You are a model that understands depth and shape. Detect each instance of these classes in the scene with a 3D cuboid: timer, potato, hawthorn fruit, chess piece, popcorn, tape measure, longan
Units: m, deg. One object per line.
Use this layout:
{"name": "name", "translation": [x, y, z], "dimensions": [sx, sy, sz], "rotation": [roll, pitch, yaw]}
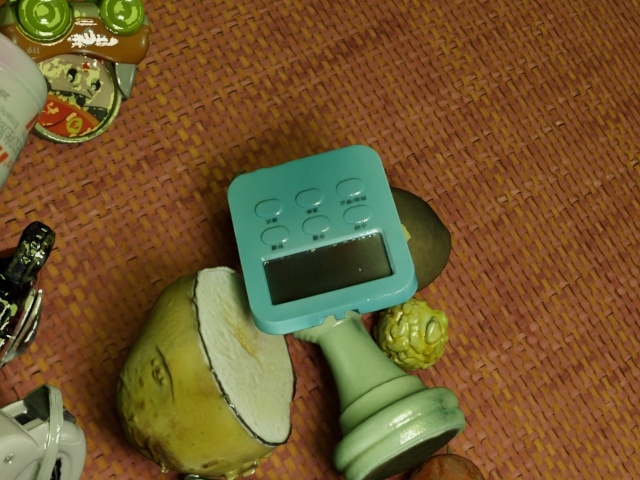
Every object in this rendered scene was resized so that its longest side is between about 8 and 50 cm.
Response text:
{"name": "timer", "translation": [0.000, 0.000, 1.802], "dimensions": [0.232, 0.091, 0.250], "rotation": [-15, 47, -2]}
{"name": "potato", "translation": [-0.168, 0.183, 1.761], "dimensions": [0.246, 0.196, 0.299], "rotation": [54, 21, -27]}
{"name": "hawthorn fruit", "translation": [0.188, 0.365, 1.873], "dimensions": [0.149, 0.149, 0.189], "rotation": [28, 69, -13]}
{"name": "chess piece", "translation": [0.054, 0.177, 1.838], "dimensions": [0.195, 0.194, 0.299], "rotation": [-19, 69, -27]}
{"name": "popcorn", "translation": [0.136, 0.136, 1.944], "dimensions": [0.121, 0.116, 0.106], "rotation": [41, 19, -45]}
{"name": "tape measure", "translation": [-0.382, 0.286, 1.626], "dimensions": [0.120, 0.236, 0.197], "rotation": [32, 39, 26]}
{"name": "longan", "translation": [0.107, 0.002, 1.955], "dimensions": [0.187, 0.167, 0.167], "rotation": [13, 67, -41]}

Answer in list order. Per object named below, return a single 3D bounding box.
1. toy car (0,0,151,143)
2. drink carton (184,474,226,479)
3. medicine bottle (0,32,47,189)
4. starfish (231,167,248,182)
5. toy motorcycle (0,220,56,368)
{"name": "toy car", "translation": [-0.353, -0.246, 1.863], "dimensions": [0.235, 0.145, 0.235], "rotation": [-2, 94, -26]}
{"name": "drink carton", "translation": [-0.045, 0.386, 1.752], "dimensions": [0.271, 0.161, 0.108], "rotation": [9, 89, -21]}
{"name": "medicine bottle", "translation": [-0.523, -0.122, 1.664], "dimensions": [0.256, 0.256, 0.324], "rotation": [28, 72, -13]}
{"name": "starfish", "translation": [-0.103, -0.068, 1.956], "dimensions": [0.078, 0.028, 0.091], "rotation": [41, 59, -13]}
{"name": "toy motorcycle", "translation": [-0.457, 0.157, 1.656], "dimensions": [0.134, 0.207, 0.401], "rotation": [30, 78, -11]}
